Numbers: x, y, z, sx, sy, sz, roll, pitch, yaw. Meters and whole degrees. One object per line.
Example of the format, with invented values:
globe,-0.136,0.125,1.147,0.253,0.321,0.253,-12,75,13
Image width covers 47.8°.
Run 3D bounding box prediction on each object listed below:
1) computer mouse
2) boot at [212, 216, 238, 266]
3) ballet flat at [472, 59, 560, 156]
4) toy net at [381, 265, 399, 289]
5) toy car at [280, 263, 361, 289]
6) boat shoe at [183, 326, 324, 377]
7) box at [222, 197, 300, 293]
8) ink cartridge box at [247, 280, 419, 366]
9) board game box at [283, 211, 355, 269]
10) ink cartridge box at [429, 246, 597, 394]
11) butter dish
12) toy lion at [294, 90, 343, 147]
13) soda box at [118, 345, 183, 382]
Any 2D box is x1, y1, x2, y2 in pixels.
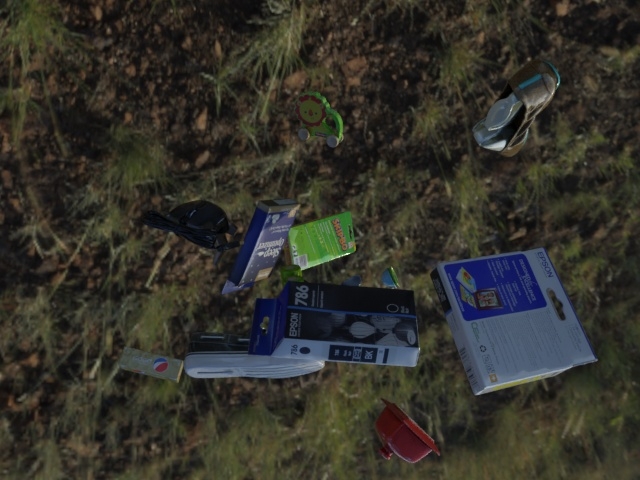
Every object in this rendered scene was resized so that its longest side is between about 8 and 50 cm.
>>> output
computer mouse,-0.223,-0.037,1.464,0.184,0.262,0.060,21,99,17
boot,-0.245,-0.010,1.632,0.087,0.118,0.042,27,159,-1
ballet flat,0.405,-0.265,1.581,0.124,0.116,0.342,-28,168,-14
toy net,0.257,0.191,2.364,0.045,0.122,0.232,-24,134,8
toy car,0.008,0.139,1.734,0.188,0.149,0.155,-9,109,-3
boat shoe,-0.158,0.257,1.716,0.335,0.119,0.121,0,153,0
box,-0.128,0.018,1.559,0.136,0.036,0.225,-12,130,-63
ink cartridge box,0.026,0.163,1.448,0.333,0.165,0.065,3,131,-1
board game box,0.000,0.000,2.041,0.259,0.124,0.039,-17,-168,-42
ink cartridge box,0.442,0.177,1.674,0.307,0.303,0.072,-6,153,-23
butter dish,0.195,0.498,1.816,0.160,0.160,0.118,44,85,-18
toy lion,-0.004,-0.236,1.385,0.100,0.034,0.096,17,125,20
soda box,-0.505,0.370,2.158,0.181,0.061,0.058,14,158,-2
